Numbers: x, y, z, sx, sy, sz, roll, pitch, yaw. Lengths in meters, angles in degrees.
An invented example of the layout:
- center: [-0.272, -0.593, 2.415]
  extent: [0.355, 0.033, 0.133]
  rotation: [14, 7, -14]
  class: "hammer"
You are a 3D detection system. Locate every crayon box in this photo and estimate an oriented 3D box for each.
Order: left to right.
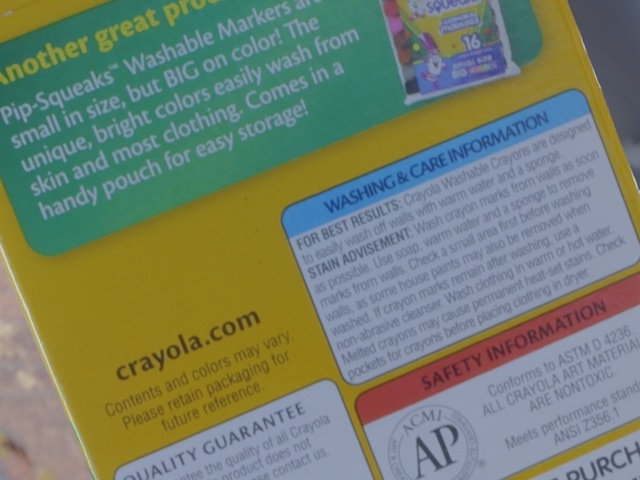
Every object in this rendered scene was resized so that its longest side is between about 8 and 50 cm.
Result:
- center: [0.000, 0.000, 0.643]
  extent: [0.203, 0.323, 0.083]
  rotation: [-23, 7, -10]
  class: "crayon box"
